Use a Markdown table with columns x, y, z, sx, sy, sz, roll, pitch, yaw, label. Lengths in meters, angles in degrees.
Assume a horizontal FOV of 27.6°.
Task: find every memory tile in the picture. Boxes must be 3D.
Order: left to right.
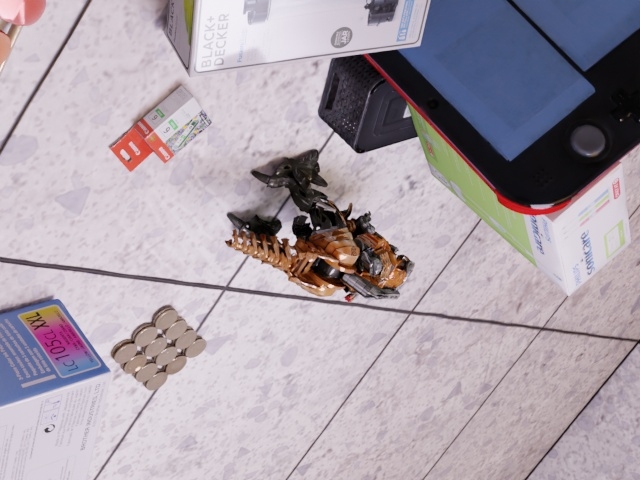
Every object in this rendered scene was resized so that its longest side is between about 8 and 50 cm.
| x | y | z | sx | sy | sz | roll | pitch | yaw | label |
| --- | --- | --- | --- | --- | --- | --- | --- | --- | --- |
| -0.229 | 0.156 | 1.856 | 0.113 | 0.012 | 0.148 | -41 | 149 | -5 | memory tile |

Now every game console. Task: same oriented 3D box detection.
| x | y | z | sx | sy | sz | roll | pitch | yaw | label |
| --- | --- | --- | --- | --- | --- | --- | --- | --- | --- |
| 0.253 | -0.250 | 1.578 | 0.342 | 0.386 | 0.060 | -39 | 164 | -6 | game console |

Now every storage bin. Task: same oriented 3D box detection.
| x | y | z | sx | sy | sz | roll | pitch | yaw | label |
| --- | --- | --- | --- | --- | --- | --- | --- | --- | --- |
| 0.099 | -0.202 | 1.739 | 0.180 | 0.084 | 0.122 | -18 | 140 | -34 | storage bin |

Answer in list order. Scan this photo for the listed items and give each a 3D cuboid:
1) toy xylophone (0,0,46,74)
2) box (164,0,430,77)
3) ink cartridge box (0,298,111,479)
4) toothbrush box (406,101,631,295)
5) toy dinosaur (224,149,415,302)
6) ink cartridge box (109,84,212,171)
| x | y | z | sx | sy | sz | roll | pitch | yaw | label |
| --- | --- | --- | --- | --- | --- | --- | --- | --- | --- |
| -0.374 | -0.167 | 1.231 | 0.236 | 0.081 | 0.322 | 3 | 120 | -51 | toy xylophone |
| -0.019 | -0.286 | 1.441 | 0.290 | 0.087 | 0.169 | -10 | 137 | -23 | box |
| -0.472 | 0.254 | 1.564 | 0.395 | 0.151 | 0.270 | -17 | 139 | -39 | ink cartridge box |
| 0.258 | -0.093 | 1.697 | 0.122 | 0.283 | 0.206 | -39 | 148 | -7 | toothbrush box |
| 0.000 | 0.000 | 1.736 | 0.164 | 0.218 | 0.322 | -45 | 149 | 3 | toy dinosaur |
| -0.189 | -0.126 | 1.553 | 0.115 | 0.029 | 0.063 | -42 | 149 | -4 | ink cartridge box |
